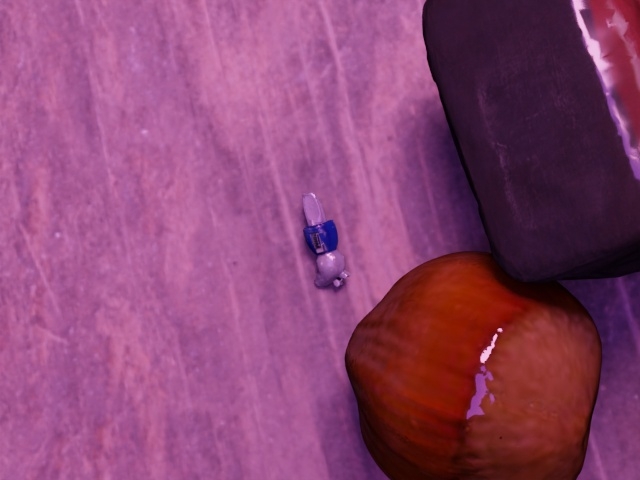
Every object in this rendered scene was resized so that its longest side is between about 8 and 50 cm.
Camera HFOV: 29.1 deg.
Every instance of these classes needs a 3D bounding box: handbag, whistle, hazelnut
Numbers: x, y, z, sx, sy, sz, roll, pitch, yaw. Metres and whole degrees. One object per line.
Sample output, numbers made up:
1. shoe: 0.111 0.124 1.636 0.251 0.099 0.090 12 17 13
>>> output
1. handbag: 0.202 -0.099 0.919 0.181 0.181 0.254 -27 78 38
2. whistle: 0.000 0.000 1.042 0.033 0.029 0.083 -15 94 22
3. hazelnut: 0.113 0.117 0.948 0.210 0.186 0.210 0 105 0
